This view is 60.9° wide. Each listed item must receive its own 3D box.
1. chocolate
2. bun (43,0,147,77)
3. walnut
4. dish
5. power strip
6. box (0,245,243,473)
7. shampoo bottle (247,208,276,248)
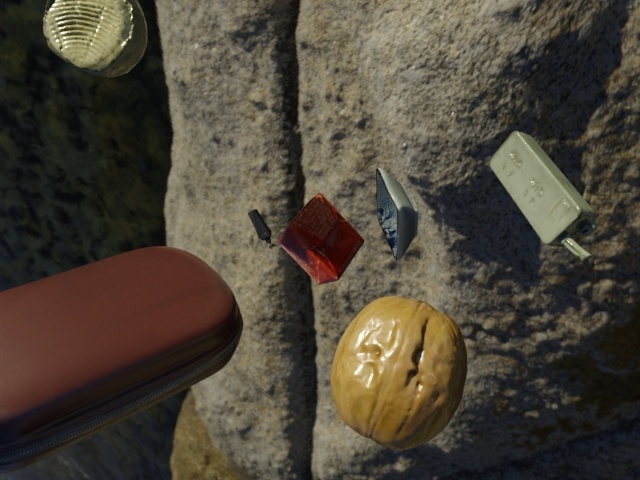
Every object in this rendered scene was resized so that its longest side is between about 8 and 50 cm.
[{"bbox_3d":[0.000,0.000,1.777,0.235,0.237,0.108,45,132,-8],"label":"chocolate"},{"bbox_3d":[-0.568,-0.549,1.415,0.259,0.152,0.259,0,93,4],"label":"bun"},{"bbox_3d":[0.119,0.193,0.817,0.195,0.222,0.195,20,168,5],"label":"walnut"},{"bbox_3d":[0.224,-0.083,1.561,0.080,0.243,0.182,-9,125,-5],"label":"dish"},{"bbox_3d":[0.417,-0.081,1.009,0.053,0.288,0.093,9,133,-31],"label":"power strip"},{"bbox_3d":[-0.304,0.134,0.721,0.263,0.404,0.108,35,132,38],"label":"box"},{"bbox_3d":[-0.189,-0.037,1.765,0.137,0.048,0.027,61,170,3],"label":"shampoo bottle"}]
